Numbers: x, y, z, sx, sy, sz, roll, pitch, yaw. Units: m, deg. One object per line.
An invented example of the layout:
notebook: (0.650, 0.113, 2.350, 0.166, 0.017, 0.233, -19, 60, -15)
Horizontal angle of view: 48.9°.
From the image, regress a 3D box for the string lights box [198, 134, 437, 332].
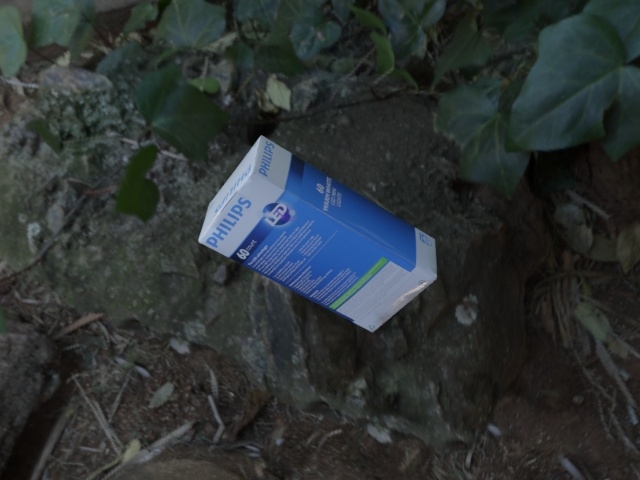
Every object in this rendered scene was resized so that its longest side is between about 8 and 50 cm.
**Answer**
string lights box: (0.000, 0.000, 0.858, 0.259, 0.133, 0.077, 30, 39, -19)
